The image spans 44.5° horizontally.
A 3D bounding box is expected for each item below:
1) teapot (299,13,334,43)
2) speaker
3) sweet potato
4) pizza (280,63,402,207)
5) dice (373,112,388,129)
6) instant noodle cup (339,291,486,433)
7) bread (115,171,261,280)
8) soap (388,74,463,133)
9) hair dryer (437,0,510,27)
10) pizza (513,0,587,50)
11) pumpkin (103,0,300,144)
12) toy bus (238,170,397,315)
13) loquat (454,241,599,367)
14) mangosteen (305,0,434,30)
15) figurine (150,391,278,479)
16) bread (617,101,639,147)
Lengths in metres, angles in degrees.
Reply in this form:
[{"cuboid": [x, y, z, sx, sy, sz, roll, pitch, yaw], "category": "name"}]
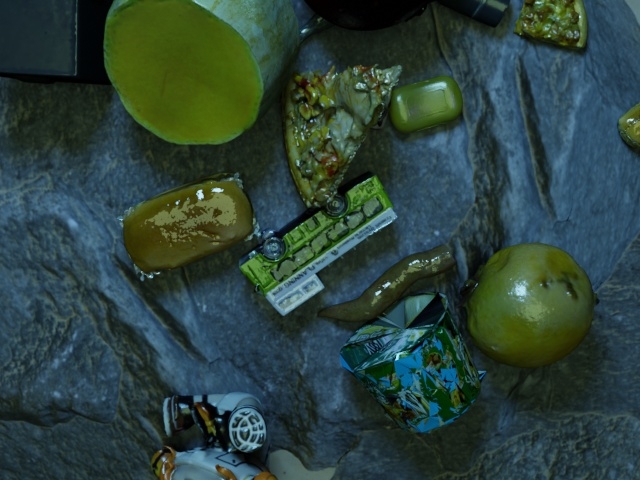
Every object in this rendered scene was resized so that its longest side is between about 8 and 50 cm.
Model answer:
[{"cuboid": [-0.008, -0.393, 1.425, 0.110, 0.043, 0.043, -33, 98, 5], "category": "teapot"}, {"cuboid": [-0.447, -0.376, 1.301, 0.184, 0.254, 0.232, 3, 98, -2], "category": "speaker"}, {"cuboid": [0.126, 0.094, 1.490, 0.281, 0.059, 0.067, -33, 89, 1], "category": "sweet potato"}, {"cuboid": [0.016, -0.180, 1.334, 0.074, 0.287, 0.252, 4, 89, -36], "category": "pizza"}, {"cuboid": [0.077, -0.252, 1.421, 0.091, 0.094, 0.093, 9, 99, -4], "category": "dice"}, {"cuboid": [0.176, 0.230, 1.436, 0.240, 0.240, 0.178, -31, 103, 2], "category": "instant noodle cup"}, {"cuboid": [-0.241, -0.031, 1.434, 0.241, 0.107, 0.136, -20, 101, 1], "category": "bread"}, {"cuboid": [0.194, -0.252, 1.450, 0.140, 0.045, 0.089, -16, 101, -2], "category": "soap"}, {"cuboid": [0.305, -0.508, 1.413, 0.124, 0.071, 0.219, 24, 90, -5], "category": "hair dryer"}, {"cuboid": [0.423, -0.415, 1.436, 0.134, 0.046, 0.175, -39, 98, 3], "category": "pizza"}, {"cuboid": [-0.208, -0.318, 1.285, 0.332, 0.199, 0.333, 6, 123, 9], "category": "pumpkin"}, {"cuboid": [0.000, 0.000, 1.449, 0.301, 0.113, 0.139, -35, 102, 2], "category": "toy bus"}, {"cuboid": [0.370, 0.117, 1.424, 0.243, 0.244, 0.244, 0, 98, -2], "category": "loquat"}, {"cuboid": [0.063, -0.515, 1.270, 0.307, 0.307, 0.347, -46, 108, 4], "category": "mangosteen"}, {"cuboid": [-0.180, 0.453, 1.462, 0.320, 0.196, 0.323, 1, 90, 41], "category": "figurine"}, {"cuboid": [0.613, -0.225, 1.468, 0.106, 0.053, 0.072, -37, 102, -2], "category": "bread"}]
